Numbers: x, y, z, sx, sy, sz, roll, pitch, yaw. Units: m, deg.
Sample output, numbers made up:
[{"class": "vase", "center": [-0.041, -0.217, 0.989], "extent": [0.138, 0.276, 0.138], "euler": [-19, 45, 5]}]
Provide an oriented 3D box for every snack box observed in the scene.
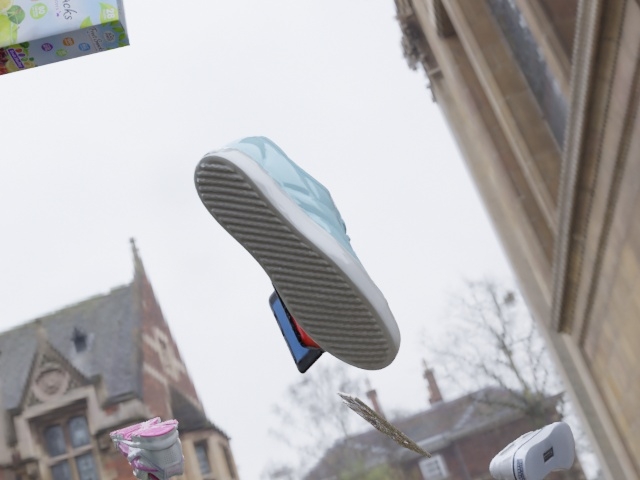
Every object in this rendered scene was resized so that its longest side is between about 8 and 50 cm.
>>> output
[{"class": "snack box", "center": [-0.402, -0.355, 1.483], "extent": [0.207, 0.175, 0.070], "euler": [-13, -26, -1]}]

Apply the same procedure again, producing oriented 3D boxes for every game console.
[{"class": "game console", "center": [-0.054, 0.124, 1.527], "extent": [0.085, 0.144, 0.124], "euler": [-34, -24, 18]}]

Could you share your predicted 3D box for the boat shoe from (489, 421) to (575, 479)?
[{"class": "boat shoe", "center": [0.395, 0.392, 1.831], "extent": [0.084, 0.095, 0.258], "euler": [-10, -8, 35]}]

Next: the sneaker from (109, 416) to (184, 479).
[{"class": "sneaker", "center": [-0.325, 0.403, 1.867], "extent": [0.103, 0.111, 0.252], "euler": [-15, -1, -23]}]

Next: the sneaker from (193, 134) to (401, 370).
[{"class": "sneaker", "center": [0.000, 0.000, 1.320], "extent": [0.135, 0.366, 0.150], "euler": [-35, 5, 43]}]

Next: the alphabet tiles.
[{"class": "alphabet tiles", "center": [0.119, 0.380, 2.074], "extent": [0.009, 0.198, 0.237], "euler": [-53, 7, -12]}]
